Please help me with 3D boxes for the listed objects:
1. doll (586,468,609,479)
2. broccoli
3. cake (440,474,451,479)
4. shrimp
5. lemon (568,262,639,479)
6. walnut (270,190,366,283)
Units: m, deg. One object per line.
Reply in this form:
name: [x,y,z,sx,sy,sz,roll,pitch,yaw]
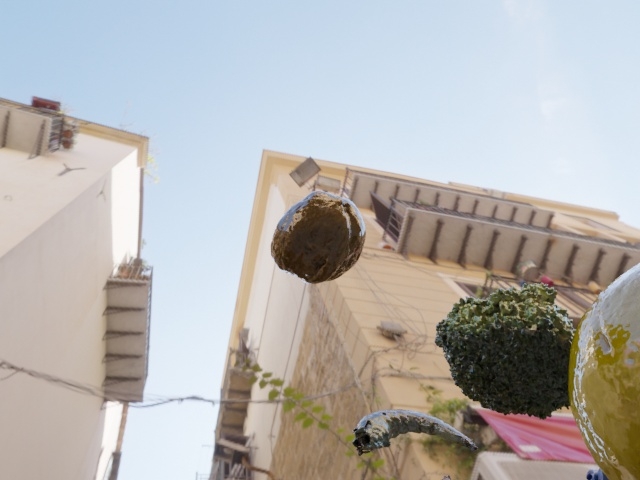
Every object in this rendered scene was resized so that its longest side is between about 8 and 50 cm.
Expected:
doll: [0.581,0.569,1.115,0.067,0.110,0.206,15,-87,-8]
broccoli: [0.385,0.207,1.007,0.288,0.235,0.260,46,-115,-10]
cake: [0.321,0.632,1.274,0.065,0.121,0.052,-24,-85,-10]
shrimp: [0.220,0.469,1.283,0.287,0.185,0.068,7,-84,3]
lemon: [0.455,0.158,0.575,0.348,0.348,0.348,-3,-72,-9]
walnut: [0.000,0.000,0.874,0.167,0.149,0.166,-11,-47,-12]
